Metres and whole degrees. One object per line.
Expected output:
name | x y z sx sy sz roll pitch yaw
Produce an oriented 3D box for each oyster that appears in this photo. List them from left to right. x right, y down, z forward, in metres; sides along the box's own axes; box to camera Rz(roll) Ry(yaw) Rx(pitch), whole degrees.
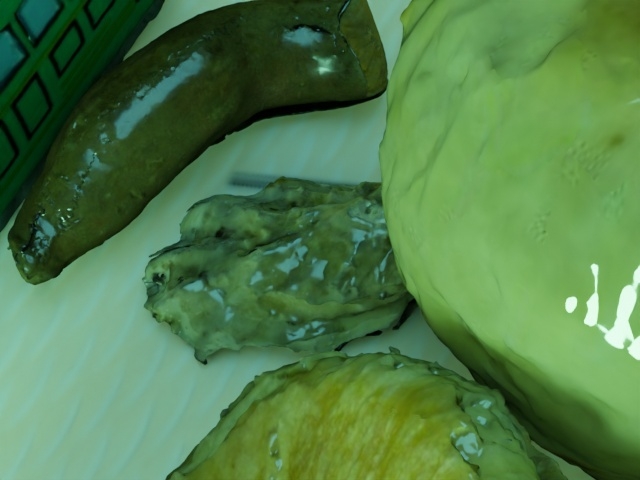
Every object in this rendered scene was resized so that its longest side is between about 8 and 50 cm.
oyster | -0.005 0.007 0.890 0.209 0.072 0.133 5 60 7

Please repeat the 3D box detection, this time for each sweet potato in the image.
sweet potato | -0.079 -0.077 0.919 0.286 0.085 0.112 -36 72 -20

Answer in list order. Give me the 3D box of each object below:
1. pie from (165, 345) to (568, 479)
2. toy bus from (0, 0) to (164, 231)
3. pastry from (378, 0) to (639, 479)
pie | -0.006 0.211 0.691 0.339 0.083 0.339 -23 52 33
toy bus | -0.243 -0.123 0.896 0.183 0.199 0.343 25 68 13
pastry | 0.223 -0.035 0.767 0.388 0.313 0.388 3 50 -3
